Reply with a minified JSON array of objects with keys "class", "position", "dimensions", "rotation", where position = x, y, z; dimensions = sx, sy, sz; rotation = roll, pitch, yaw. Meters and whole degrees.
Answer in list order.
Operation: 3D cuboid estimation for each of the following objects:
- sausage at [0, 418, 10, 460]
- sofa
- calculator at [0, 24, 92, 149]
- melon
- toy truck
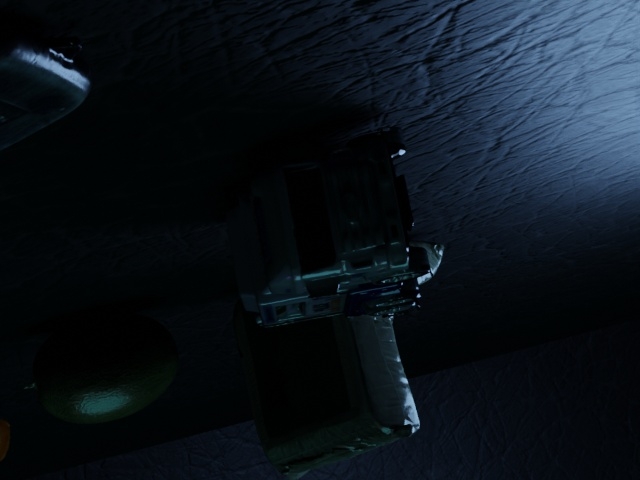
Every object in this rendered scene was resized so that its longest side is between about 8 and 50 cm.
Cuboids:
[{"class":"sausage","position":[-0.539,0.276,1.975],"dimensions":[0.300,0.083,0.089],"rotation":[-5,177,-40]},{"class":"sofa","position":[0.035,0.131,1.692],"dimensions":[0.176,0.225,0.210],"rotation":[0,159,-44]},{"class":"calculator","position":[-0.249,-0.058,0.826],"dimensions":[0.268,0.040,0.177],"rotation":[-23,170,12]},{"class":"melon","position":[-0.233,0.135,1.621],"dimensions":[0.167,0.114,0.114],"rotation":[-12,169,-18]},{"class":"toy truck","position":[0.000,0.000,1.244],"dimensions":[0.155,0.124,0.268],"rotation":[-11,171,-1]}]
